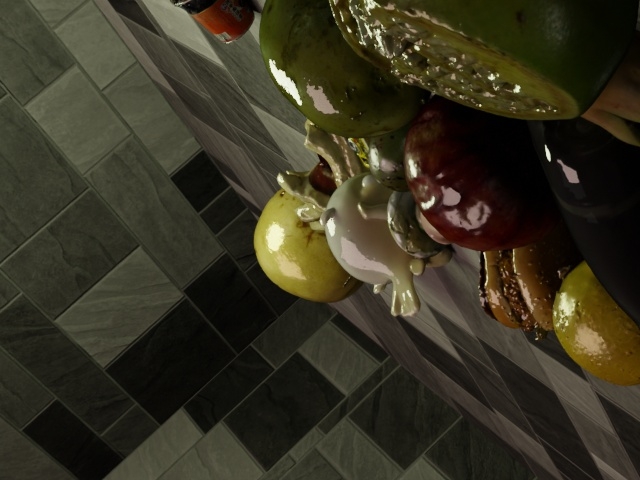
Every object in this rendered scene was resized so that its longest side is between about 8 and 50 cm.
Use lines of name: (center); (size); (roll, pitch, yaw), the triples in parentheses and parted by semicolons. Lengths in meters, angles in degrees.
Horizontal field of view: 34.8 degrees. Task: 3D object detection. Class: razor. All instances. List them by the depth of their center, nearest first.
razor: (0.334, -0.034, 1.154); (0.349, 0.113, 0.204); (54, -160, -35)

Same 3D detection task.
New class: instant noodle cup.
instant noodle cup: (-0.202, -0.462, 1.992); (0.135, 0.127, 0.127); (44, 174, -36)

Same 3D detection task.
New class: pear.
pear: (0.000, 0.000, 2.404); (0.309, 0.309, 0.309); (46, 171, 10)

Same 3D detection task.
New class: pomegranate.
pomegranate: (0.186, -0.231, 0.930); (0.358, 0.216, 0.310); (19, 178, -15)
pomegranate: (0.131, -0.130, 1.601); (0.130, 0.130, 0.130); (46, 171, 10)

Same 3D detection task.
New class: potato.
potato: (0.031, -0.266, 1.372); (0.216, 0.216, 0.304); (62, -176, -58)

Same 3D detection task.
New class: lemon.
lemon: (0.405, 0.107, 1.364); (0.206, 0.173, 0.173); (48, 171, -12)

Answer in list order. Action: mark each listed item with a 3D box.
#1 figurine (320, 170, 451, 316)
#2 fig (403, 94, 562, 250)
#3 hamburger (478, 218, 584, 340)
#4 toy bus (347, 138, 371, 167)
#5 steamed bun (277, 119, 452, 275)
figurine: (0.173, -0.011, 1.730); (0.226, 0.274, 0.394); (6, 166, -36)
fig: (0.208, -0.099, 1.298); (0.224, 0.224, 0.263); (49, -168, -6)
hamburger: (0.320, 0.039, 1.494); (0.118, 0.191, 0.182); (-3, 109, 36)
toy bus: (0.073, -0.227, 1.813); (0.074, 0.081, 0.226); (29, 157, 49)
steamed bun: (0.059, -0.082, 2.132); (0.428, 0.189, 0.247); (51, 172, -22)
